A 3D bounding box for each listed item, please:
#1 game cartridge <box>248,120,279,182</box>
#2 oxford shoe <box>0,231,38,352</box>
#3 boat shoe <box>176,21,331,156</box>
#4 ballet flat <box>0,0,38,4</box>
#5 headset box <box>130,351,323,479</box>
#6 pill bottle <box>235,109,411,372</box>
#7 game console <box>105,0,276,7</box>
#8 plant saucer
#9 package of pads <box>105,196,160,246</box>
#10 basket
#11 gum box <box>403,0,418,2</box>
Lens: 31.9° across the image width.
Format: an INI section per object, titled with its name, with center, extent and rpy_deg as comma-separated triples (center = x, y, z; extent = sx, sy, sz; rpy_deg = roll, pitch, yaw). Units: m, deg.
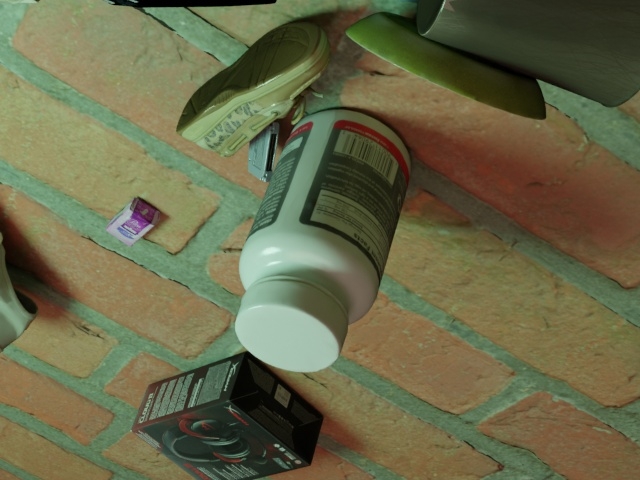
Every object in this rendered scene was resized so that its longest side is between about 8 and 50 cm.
[game cartridge]
center = -0.077, -0.125, 1.486
extent = 0.017, 0.056, 0.083
rpy_deg = -3, 113, -33
[oxford shoe]
center = -0.583, -0.010, 1.775
extent = 0.130, 0.169, 0.449
rpy_deg = -30, 125, -12
[boat shoe]
center = -0.071, -0.185, 1.404
extent = 0.089, 0.104, 0.285
rpy_deg = 36, 147, -26
[ballet flat]
center = -0.347, -0.318, 1.383
extent = 0.168, 0.057, 0.052
rpy_deg = -9, 143, 29
[headset box]
center = -0.178, 0.334, 2.015
extent = 0.293, 0.110, 0.218
rpy_deg = -21, 127, 37
[pill bottle]
center = 0.000, 0.000, 1.407
extent = 0.176, 0.318, 0.176
rpy_deg = 11, 140, 10
[game console]
center = -0.189, -0.293, 1.182
extent = 0.213, 0.361, 0.044
rpy_deg = 3, 93, 16
[plant saucer]
center = 0.145, -0.199, 1.230
extent = 0.241, 0.241, 0.037
rpy_deg = 22, 106, -5
[package of pads]
center = -0.286, -0.027, 1.706
extent = 0.050, 0.032, 0.083
rpy_deg = 33, 138, -21
[basket]
center = 0.225, -0.246, 1.137
extent = 0.227, 0.154, 0.204
rpy_deg = 12, 148, -12
[gum box]
center = 0.105, -0.331, 1.208
extent = 0.184, 0.041, 0.157
rpy_deg = 9, 139, 11
